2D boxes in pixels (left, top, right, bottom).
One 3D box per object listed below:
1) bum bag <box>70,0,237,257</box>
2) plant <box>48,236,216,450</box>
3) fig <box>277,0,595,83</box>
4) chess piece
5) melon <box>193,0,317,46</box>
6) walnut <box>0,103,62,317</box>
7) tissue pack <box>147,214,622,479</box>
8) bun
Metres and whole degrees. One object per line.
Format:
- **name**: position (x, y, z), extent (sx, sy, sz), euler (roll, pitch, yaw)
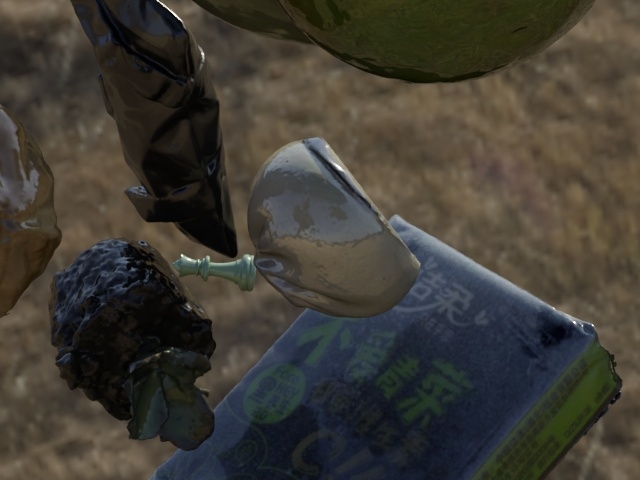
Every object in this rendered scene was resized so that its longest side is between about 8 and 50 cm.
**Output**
- **bum bag**: position (-0.136, -0.115, 1.622), extent (0.144, 0.340, 0.095), euler (33, 60, 32)
- **plant**: position (-0.165, 0.093, 1.689), extent (0.131, 0.142, 0.203), euler (-41, 35, 2)
- **fig**: position (0.080, -0.185, 1.058), extent (0.230, 0.207, 0.207), euler (12, 39, 31)
- **chess piece**: position (-0.119, 0.032, 2.111), extent (0.093, 0.042, 0.042), euler (8, 29, -5)
- **melon**: position (-0.001, -0.270, 1.424), extent (0.272, 0.308, 0.272), euler (-48, 15, 17)
- **walnut**: position (-0.289, -0.025, 1.239), extent (0.245, 0.198, 0.198), euler (19, 43, 34)
- **tissue pack**: position (0.051, 0.191, 1.777), extent (0.394, 0.124, 0.288), euler (-48, 49, -10)
- **bun**: position (0.000, 0.000, 1.664), extent (0.120, 0.173, 0.173), euler (-40, 31, 1)
